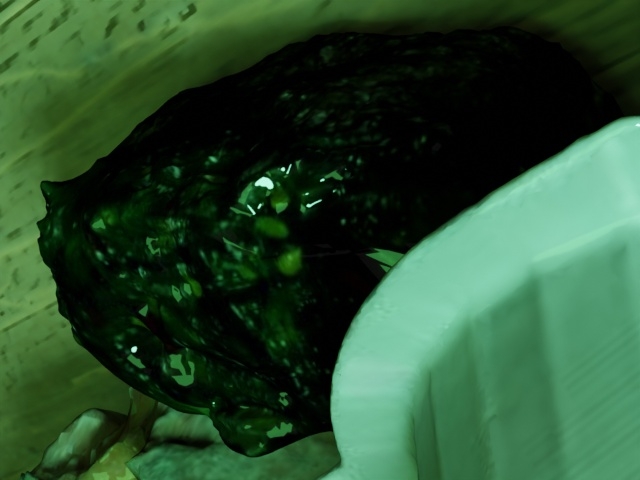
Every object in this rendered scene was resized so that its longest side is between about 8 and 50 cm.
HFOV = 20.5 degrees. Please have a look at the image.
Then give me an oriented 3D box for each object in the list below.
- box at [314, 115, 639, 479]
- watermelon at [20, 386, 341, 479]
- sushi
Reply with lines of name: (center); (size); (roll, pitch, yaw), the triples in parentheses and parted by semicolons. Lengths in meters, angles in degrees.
box: (0.137, 0.107, 0.470); (0.262, 0.206, 0.291); (2, 141, -5)
watermelon: (0.005, 0.168, 0.759); (0.302, 0.151, 0.264); (45, 141, 28)
sushi: (0.000, 0.000, 0.644); (0.225, 0.127, 0.124); (-3, 118, 39)
